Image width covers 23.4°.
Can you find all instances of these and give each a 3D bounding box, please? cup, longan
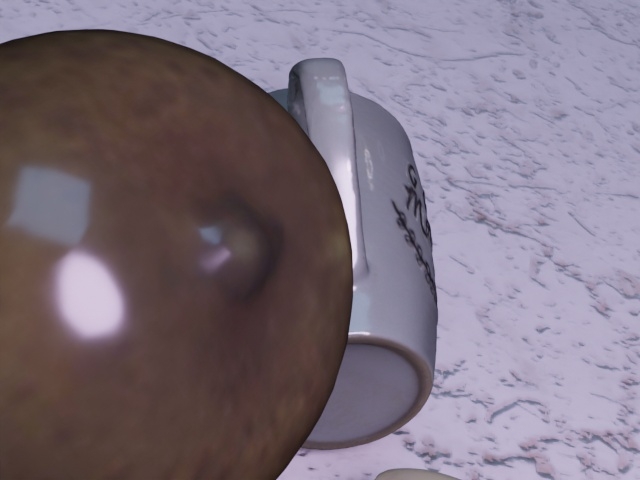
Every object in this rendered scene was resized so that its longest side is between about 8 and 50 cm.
[{"bbox_3d":[0.000,0.000,1.137,0.186,0.258,0.234,-4,44,-7],"label":"cup"},{"bbox_3d":[-0.149,0.038,0.917,0.361,0.361,0.361,14,34,-10],"label":"longan"}]

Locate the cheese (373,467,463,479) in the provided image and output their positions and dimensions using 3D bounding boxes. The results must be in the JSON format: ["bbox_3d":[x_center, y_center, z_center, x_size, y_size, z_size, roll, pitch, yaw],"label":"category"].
[{"bbox_3d":[0.121,0.237,1.039,0.227,0.064,0.137,28,36,7],"label":"cheese"}]
